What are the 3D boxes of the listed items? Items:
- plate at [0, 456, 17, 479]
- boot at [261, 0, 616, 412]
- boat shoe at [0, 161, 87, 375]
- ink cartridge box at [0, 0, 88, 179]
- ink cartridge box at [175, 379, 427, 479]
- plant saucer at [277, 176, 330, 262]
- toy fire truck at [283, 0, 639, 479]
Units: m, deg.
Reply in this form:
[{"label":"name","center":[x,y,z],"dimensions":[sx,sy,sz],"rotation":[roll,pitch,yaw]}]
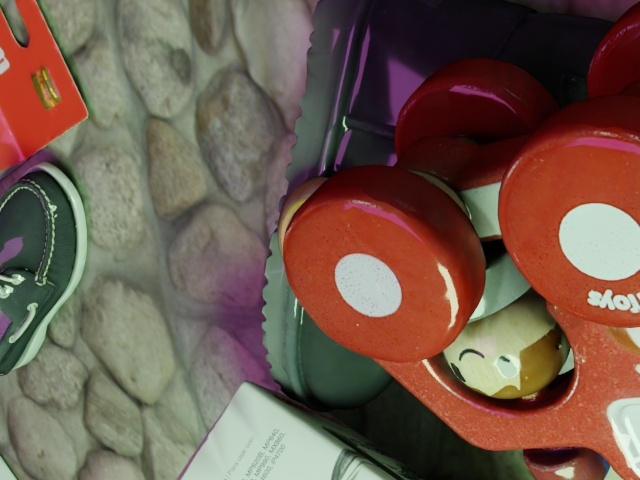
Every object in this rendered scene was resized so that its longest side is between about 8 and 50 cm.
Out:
[{"label":"plate","center":[-0.399,0.441,1.468],"dimensions":[0.277,0.045,0.278],"rotation":[52,133,7]},{"label":"boot","center":[0.185,0.037,0.750],"dimensions":[0.445,0.146,0.367],"rotation":[21,124,26]},{"label":"boat shoe","center":[-0.328,0.048,1.196],"dimensions":[0.114,0.091,0.303],"rotation":[40,130,19]},{"label":"ink cartridge box","center":[-0.430,-0.187,1.177],"dimensions":[0.385,0.091,0.308],"rotation":[-22,95,44]},{"label":"ink cartridge box","center":[0.045,0.235,0.890],"dimensions":[0.272,0.197,0.114],"rotation":[30,87,25]},{"label":"plant saucer","center":[0.000,0.000,0.767],"dimensions":[0.083,0.015,0.083],"rotation":[8,105,35]},{"label":"toy fire truck","center":[0.140,0.033,0.597],"dimensions":[0.302,0.169,0.254],"rotation":[-14,112,38]}]
